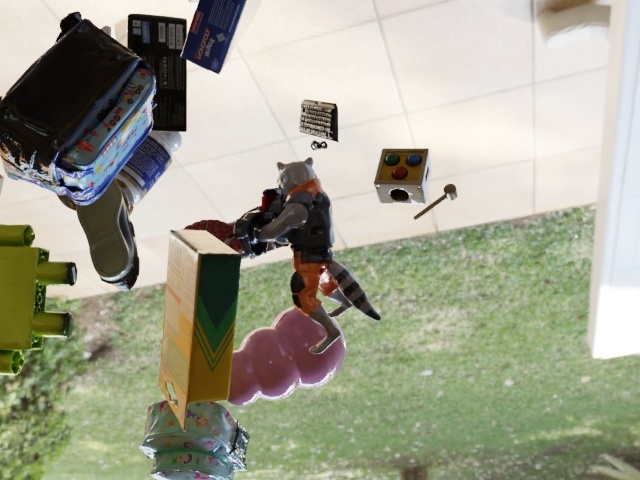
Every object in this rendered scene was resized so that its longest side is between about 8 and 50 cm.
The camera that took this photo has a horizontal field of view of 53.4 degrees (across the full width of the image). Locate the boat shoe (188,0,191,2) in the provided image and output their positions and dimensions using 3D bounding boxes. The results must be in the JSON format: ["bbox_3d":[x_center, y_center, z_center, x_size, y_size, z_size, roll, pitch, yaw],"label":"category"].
[{"bbox_3d":[-0.272,-0.697,1.613,0.116,0.099,0.319,-26,-167,-29],"label":"boat shoe"}]

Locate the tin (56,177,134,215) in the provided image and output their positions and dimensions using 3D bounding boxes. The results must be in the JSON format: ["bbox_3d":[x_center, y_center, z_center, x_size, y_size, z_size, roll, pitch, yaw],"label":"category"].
[{"bbox_3d":[-0.502,-0.105,1.416,0.189,0.040,0.106,23,119,7],"label":"tin"}]

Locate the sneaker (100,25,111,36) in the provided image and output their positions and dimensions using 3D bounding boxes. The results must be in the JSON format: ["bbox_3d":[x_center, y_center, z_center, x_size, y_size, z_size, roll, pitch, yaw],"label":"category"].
[{"bbox_3d":[-0.527,-0.469,1.729,0.094,0.090,0.235,1,129,20],"label":"sneaker"}]

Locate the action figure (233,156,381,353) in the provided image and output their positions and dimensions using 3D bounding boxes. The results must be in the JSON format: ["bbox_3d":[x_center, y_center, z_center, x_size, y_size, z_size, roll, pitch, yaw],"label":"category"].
[{"bbox_3d":[0.000,0.000,1.206,0.178,0.331,0.341,-12,-168,26],"label":"action figure"}]

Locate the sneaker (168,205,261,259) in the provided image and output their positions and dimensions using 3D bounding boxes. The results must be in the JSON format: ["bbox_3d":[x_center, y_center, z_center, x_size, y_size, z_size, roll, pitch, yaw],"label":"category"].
[{"bbox_3d":[-0.203,0.010,1.478,0.298,0.121,0.112,-14,161,-4],"label":"sneaker"}]

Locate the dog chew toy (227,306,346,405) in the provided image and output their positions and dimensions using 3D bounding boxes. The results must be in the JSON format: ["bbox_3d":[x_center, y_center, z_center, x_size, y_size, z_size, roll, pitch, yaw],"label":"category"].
[{"bbox_3d":[-0.105,0.287,1.534,0.331,0.207,0.207,-21,157,-25],"label":"dog chew toy"}]

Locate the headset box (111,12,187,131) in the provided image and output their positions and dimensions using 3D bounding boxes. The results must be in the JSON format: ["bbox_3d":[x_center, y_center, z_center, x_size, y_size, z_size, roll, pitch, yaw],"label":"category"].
[{"bbox_3d":[-0.405,-0.384,1.485,0.131,0.247,0.283,-3,-166,-25],"label":"headset box"}]

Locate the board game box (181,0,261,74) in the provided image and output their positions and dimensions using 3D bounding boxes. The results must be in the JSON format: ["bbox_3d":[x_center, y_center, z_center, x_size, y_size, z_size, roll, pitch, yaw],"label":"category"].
[{"bbox_3d":[-0.112,-0.356,0.882,0.060,0.194,0.194,24,122,-8],"label":"board game box"}]

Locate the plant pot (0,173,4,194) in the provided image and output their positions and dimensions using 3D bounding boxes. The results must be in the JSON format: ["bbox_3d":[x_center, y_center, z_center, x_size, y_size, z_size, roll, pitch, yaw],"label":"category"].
[{"bbox_3d":[-0.771,-0.119,1.411,0.109,0.109,0.096,36,99,-10],"label":"plant pot"}]

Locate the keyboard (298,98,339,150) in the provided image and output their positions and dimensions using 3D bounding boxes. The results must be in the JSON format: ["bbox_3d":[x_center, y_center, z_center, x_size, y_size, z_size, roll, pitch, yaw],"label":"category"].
[{"bbox_3d":[-0.007,-0.244,1.367,0.023,0.108,0.180,-8,-162,-22],"label":"keyboard"}]

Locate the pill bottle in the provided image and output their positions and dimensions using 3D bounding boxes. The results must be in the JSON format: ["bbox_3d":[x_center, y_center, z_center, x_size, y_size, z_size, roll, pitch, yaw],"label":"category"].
[{"bbox_3d":[-0.559,-0.253,1.999,0.153,0.265,0.153,26,153,14],"label":"pill bottle"}]

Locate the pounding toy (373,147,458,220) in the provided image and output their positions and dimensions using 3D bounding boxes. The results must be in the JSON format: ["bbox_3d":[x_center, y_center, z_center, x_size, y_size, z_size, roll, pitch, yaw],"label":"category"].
[{"bbox_3d":[0.248,-0.149,1.640,0.205,0.181,0.094,3,144,20],"label":"pounding toy"}]

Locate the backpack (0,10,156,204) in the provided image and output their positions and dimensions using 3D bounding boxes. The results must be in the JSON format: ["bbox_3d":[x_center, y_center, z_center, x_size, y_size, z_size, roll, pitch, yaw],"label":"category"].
[{"bbox_3d":[-0.249,-0.113,0.651,0.116,0.158,0.173,33,153,-6],"label":"backpack"}]

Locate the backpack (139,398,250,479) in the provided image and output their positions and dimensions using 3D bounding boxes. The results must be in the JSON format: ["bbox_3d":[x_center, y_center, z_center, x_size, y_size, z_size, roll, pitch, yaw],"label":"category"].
[{"bbox_3d":[-0.302,0.479,1.503,0.224,0.191,0.254,-5,136,12],"label":"backpack"}]

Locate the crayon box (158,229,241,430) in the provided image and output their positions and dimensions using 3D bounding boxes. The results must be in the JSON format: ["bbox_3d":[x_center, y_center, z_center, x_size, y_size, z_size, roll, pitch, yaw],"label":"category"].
[{"bbox_3d":[-0.231,0.158,1.191,0.083,0.323,0.203,2,-168,-28],"label":"crayon box"}]

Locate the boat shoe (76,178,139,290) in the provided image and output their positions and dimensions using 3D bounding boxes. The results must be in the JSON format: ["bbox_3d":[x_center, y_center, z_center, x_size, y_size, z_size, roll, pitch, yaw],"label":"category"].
[{"bbox_3d":[-0.364,-0.017,1.096,0.081,0.228,0.069,-19,149,-3],"label":"boat shoe"}]

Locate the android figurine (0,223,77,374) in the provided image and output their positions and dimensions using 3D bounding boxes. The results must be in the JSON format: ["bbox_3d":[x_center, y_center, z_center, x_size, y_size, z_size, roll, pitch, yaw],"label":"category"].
[{"bbox_3d":[-0.538,0.094,1.037,0.272,0.249,0.056,-1,172,2],"label":"android figurine"}]
